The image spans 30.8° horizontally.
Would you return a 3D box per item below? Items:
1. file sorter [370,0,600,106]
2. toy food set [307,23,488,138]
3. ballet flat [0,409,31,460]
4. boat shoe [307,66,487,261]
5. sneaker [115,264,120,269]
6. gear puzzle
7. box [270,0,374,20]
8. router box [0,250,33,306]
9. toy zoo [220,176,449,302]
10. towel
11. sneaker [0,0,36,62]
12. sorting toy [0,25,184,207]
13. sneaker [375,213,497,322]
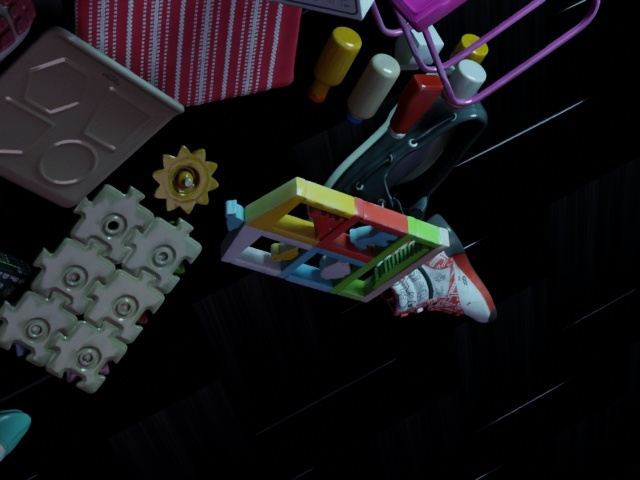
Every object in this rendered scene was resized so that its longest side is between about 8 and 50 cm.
[{"bbox_3d":[0.126,-0.311,1.213,0.202,0.290,0.182,-35,146,-1],"label":"file sorter"},{"bbox_3d":[0.106,-0.198,1.469,0.232,0.111,0.104,-7,146,-33],"label":"toy food set"},{"bbox_3d":[-0.499,0.298,1.553,0.247,0.087,0.083,-11,136,-29],"label":"ballet flat"},{"bbox_3d":[0.108,-0.075,1.593,0.340,0.113,0.127,-48,142,17],"label":"boat shoe"},{"bbox_3d":[-0.235,0.001,1.478,0.119,0.047,0.057,-13,126,-29],"label":"sneaker"},{"bbox_3d":[-0.253,0.017,1.433,0.175,0.044,0.339,35,94,-33],"label":"gear puzzle"},{"bbox_3d":[-0.083,-0.316,1.056,0.169,0.290,0.087,79,33,-49],"label":"box"},{"bbox_3d":[-0.420,0.050,1.387,0.092,0.038,0.122,-46,142,14],"label":"router box"},{"bbox_3d":[0.000,0.000,1.564,0.293,0.030,0.192,18,143,-31],"label":"toy zoo"},{"bbox_3d":[-0.143,-0.231,1.305,0.275,0.031,0.198,-14,140,-23],"label":"towel"},{"bbox_3d":[-0.410,-0.160,1.127,0.299,0.121,0.112,-34,172,-3],"label":"sneaker"},{"bbox_3d":[-0.284,-0.133,1.274,0.208,0.038,0.193,-35,141,21],"label":"sorting toy"},{"bbox_3d":[0.176,0.077,1.832,0.145,0.090,0.270,-35,139,1],"label":"sneaker"}]
